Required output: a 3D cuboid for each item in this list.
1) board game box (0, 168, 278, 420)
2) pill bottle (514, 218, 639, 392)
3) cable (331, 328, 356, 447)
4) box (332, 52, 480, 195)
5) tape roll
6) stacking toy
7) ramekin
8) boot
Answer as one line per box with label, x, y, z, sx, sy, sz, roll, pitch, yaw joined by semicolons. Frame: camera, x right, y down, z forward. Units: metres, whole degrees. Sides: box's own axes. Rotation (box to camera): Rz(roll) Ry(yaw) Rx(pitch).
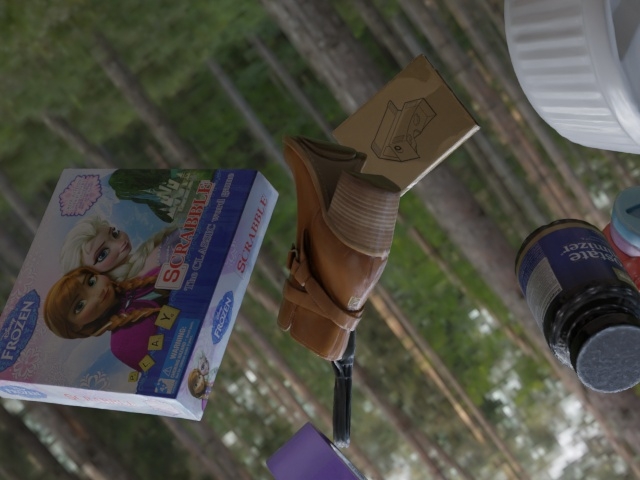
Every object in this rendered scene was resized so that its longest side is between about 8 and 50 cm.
board game box;-0.243;0.056;1.771;0.318;0.066;0.318;1;-120;31
pill bottle;0.310;0.076;1.642;0.123;0.123;0.219;-33;-150;10
cable;0.024;0.213;2.466;0.072;0.287;0.139;3;-169;2
box;0.138;-0.179;2.294;0.201;0.164;0.021;-41;156;14
tape roll;0.045;0.389;2.028;0.090;0.275;0.275;-42;-159;-3
stacking toy;0.555;0.046;2.122;0.309;0.279;0.130;-71;177;-48
ramekin;0.277;-0.203;1.259;0.127;0.273;0.273;0;-139;45
boot;0.000;0.000;1.702;0.283;0.109;0.220;40;-62;55
